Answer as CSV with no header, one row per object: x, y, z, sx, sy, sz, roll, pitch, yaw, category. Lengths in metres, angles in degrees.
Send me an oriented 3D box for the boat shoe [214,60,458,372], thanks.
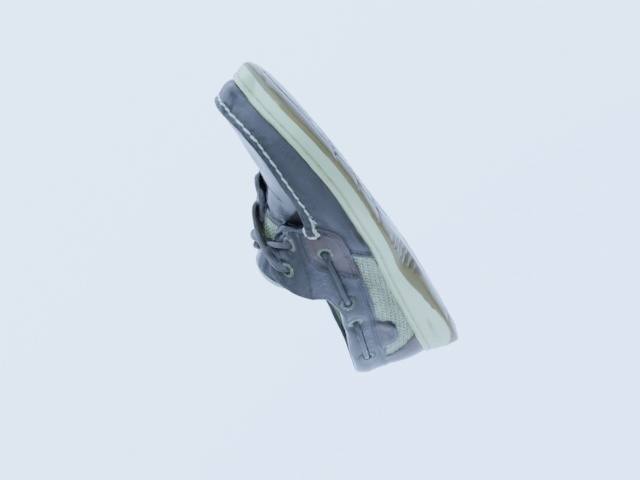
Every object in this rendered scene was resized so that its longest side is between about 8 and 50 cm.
0.000,0.000,0.941,0.073,0.223,0.080,-36,-138,3,boat shoe
